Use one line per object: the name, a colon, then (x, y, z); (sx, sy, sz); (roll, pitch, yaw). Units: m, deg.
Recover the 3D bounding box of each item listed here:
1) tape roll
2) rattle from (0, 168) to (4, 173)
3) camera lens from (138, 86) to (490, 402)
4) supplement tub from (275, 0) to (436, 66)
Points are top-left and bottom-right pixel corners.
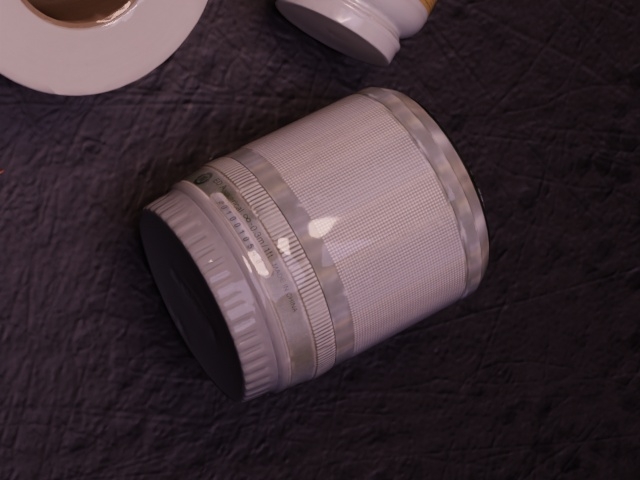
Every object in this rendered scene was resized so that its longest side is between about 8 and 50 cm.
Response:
tape roll: (-0.229, -0.257, 1.416); (0.246, 0.169, 0.246); (-9, 110, -26)
rattle: (-0.391, -0.069, 1.449); (0.143, 0.130, 0.200); (-46, 138, 0)
camera lens: (0.000, 0.000, 1.539); (0.274, 0.219, 0.219); (-27, 106, -18)
supplement tub: (0.057, -0.279, 1.569); (0.144, 0.144, 0.199); (31, 84, -23)
